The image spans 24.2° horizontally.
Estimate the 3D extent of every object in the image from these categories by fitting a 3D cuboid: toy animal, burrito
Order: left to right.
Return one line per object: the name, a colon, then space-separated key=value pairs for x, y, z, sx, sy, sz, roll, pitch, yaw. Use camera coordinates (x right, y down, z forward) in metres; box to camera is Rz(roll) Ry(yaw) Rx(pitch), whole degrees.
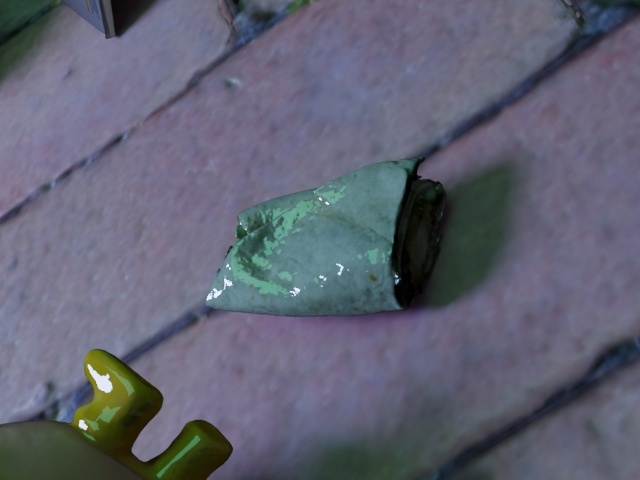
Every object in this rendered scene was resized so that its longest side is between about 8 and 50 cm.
toy animal: x=-0.132 y=0.159 z=0.633 sx=0.156 sy=0.156 sz=0.229 roll=28 pitch=81 yaw=46
burrito: x=0.000 y=0.003 z=0.715 sx=0.118 sy=0.044 sz=0.074 roll=-10 pitch=57 yaw=30

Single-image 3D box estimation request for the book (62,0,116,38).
book: x=-0.184 y=-0.219 z=0.974 sx=0.014 sy=0.127 sz=0.182 roll=-24 pitch=39 yaw=-23
